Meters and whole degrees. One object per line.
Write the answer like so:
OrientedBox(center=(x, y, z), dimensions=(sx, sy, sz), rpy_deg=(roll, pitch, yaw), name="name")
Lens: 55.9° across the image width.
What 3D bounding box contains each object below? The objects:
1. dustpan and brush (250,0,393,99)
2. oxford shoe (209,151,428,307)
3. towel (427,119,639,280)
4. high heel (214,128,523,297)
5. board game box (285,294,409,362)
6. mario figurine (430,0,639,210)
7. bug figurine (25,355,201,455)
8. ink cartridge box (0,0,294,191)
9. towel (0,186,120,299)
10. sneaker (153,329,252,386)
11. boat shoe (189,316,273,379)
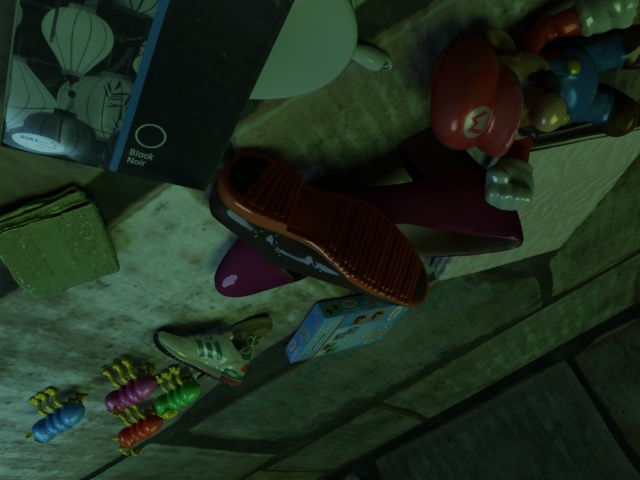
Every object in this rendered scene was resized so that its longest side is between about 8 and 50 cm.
OrientedBox(center=(0.001, -0.177, 0.544), dimensions=(0.211, 0.060, 0.147), rpy_deg=(12, 136, -40), name="dustpan and brush")
OrientedBox(center=(0.000, 0.000, 0.690), dimensions=(0.271, 0.097, 0.098), rpy_deg=(32, 146, -11), name="oxford shoe")
OrientedBox(center=(0.365, -0.069, 1.013), dimensions=(0.317, 0.053, 0.332), rpy_deg=(-13, 148, -23), name="towel")
OrientedBox(center=(0.048, 0.013, 0.745), dimensions=(0.377, 0.181, 0.127), rpy_deg=(-32, 151, 8), name="high heel")
OrientedBox(center=(0.057, 0.158, 1.136), dimensions=(0.211, 0.039, 0.160), rpy_deg=(-5, 144, -34), name="board game box")
OrientedBox(center=(0.261, -0.151, 0.653), dimensions=(0.320, 0.198, 0.170), rpy_deg=(-16, 177, -30), name="mario figurine")
OrientedBox(center=(-0.317, 0.277, 0.982), dimensions=(0.216, 0.072, 0.279), rpy_deg=(-33, 150, 10), name="bug figurine")
OrientedBox(center=(-0.102, -0.178, 0.395), dimensions=(0.165, 0.065, 0.332), rpy_deg=(11, 135, -24), name="ink cartridge box")
OrientedBox(center=(-0.273, 0.007, 0.628), dimensions=(0.110, 0.027, 0.148), rpy_deg=(-21, 149, -14), name="towel")
OrientedBox(center=(-0.175, 0.162, 0.922), dimensions=(0.161, 0.075, 0.057), rpy_deg=(34, 161, -25), name="sneaker")
OrientedBox(center=(-0.143, 0.174, 0.984), dimensions=(0.153, 0.048, 0.056), rpy_deg=(-24, 151, -6), name="boat shoe")
